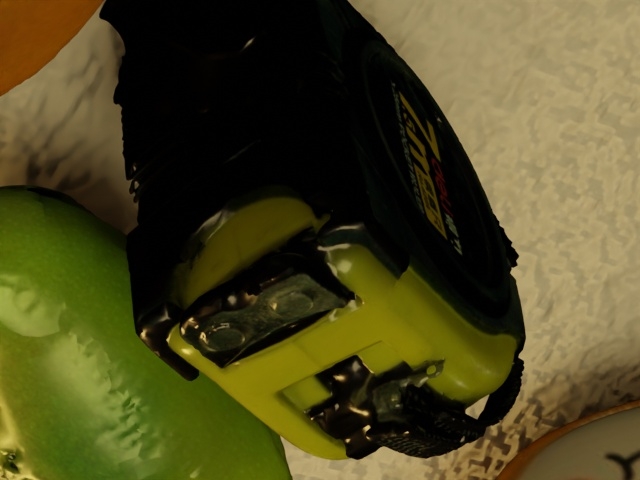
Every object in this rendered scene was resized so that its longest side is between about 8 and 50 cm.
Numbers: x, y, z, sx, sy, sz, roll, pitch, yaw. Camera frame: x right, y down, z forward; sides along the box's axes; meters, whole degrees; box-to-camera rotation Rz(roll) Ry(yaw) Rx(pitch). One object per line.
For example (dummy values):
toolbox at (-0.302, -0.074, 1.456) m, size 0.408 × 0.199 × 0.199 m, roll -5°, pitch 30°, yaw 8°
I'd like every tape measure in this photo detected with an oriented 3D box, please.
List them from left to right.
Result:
tape measure at (0.000, 0.000, 0.724) m, size 0.112 × 0.199 × 0.186 m, roll -28°, pitch 137°, yaw 20°

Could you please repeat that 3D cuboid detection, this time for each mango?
mango at (-0.100, 0.064, 0.777) m, size 0.125 × 0.111 × 0.233 m, roll -41°, pitch 130°, yaw 1°

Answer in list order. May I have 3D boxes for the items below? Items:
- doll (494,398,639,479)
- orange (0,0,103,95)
doll at (0.183, 0.202, 0.926) m, size 0.213 × 0.236 × 0.213 m, roll -14°, pitch 135°, yaw -15°
orange at (-0.167, -0.125, 0.543) m, size 0.249 × 0.183 × 0.249 m, roll 0°, pitch 140°, yaw 0°
